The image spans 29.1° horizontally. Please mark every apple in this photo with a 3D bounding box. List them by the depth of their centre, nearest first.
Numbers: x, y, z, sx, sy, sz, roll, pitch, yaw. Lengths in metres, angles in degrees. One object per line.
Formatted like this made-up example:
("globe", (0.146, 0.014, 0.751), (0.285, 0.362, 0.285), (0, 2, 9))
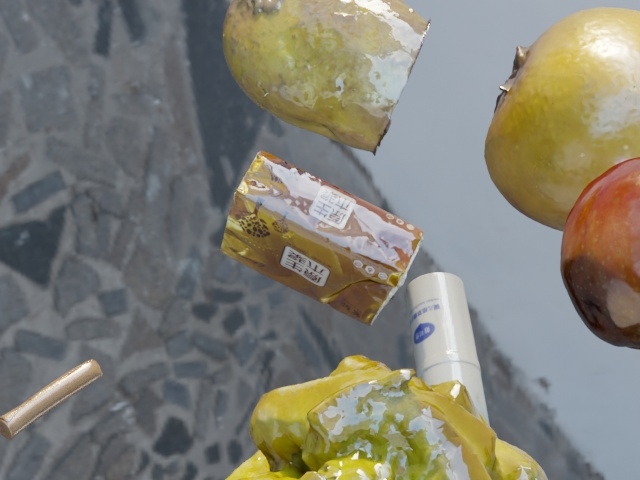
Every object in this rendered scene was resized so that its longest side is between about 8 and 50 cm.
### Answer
("apple", (0.375, 0.024, 1.359), (0.230, 0.230, 0.229), (28, 55, -49))

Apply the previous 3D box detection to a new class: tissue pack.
("tissue pack", (0.000, 0.000, 1.506), (0.226, 0.183, 0.092), (28, 65, 3))

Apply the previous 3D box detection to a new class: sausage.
("sausage", (-0.261, 0.152, 1.199), (0.116, 0.026, 0.026), (-34, 107, -34))

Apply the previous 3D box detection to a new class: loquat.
("loquat", (0.404, -0.147, 1.688), (0.359, 0.328, 0.328), (33, 35, 9))

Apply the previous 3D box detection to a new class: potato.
("potato", (-0.005, -0.255, 1.649), (0.229, 0.266, 0.229), (21, 90, -87))

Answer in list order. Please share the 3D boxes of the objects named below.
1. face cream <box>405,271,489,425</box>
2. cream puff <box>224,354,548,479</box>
("face cream", (0.154, 0.160, 1.478), (0.077, 0.077, 0.250), (38, 35, -44))
("cream puff", (0.024, 0.237, 0.847), (0.324, 0.291, 0.257), (-37, 152, -19))
